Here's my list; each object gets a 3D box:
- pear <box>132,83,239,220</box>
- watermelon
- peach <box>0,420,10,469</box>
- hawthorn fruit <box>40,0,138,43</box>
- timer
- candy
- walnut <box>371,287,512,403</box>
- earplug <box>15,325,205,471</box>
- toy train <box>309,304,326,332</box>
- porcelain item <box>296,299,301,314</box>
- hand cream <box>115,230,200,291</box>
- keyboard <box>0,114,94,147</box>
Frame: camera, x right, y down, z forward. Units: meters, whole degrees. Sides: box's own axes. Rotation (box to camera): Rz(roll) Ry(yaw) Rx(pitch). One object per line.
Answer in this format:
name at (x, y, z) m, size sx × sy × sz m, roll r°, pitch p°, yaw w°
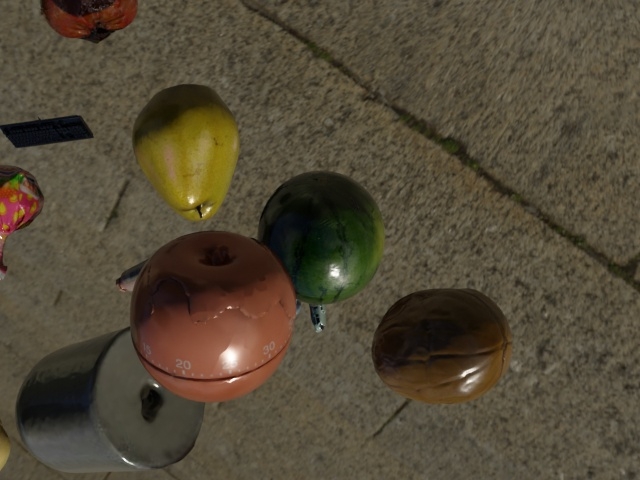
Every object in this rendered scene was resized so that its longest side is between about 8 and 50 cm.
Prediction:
pear at (-0.322, -0.226, 1.835) m, size 0.284 × 0.285 × 0.336 m, roll -28°, pitch 95°, yaw 28°
watermelon at (0.001, -0.004, 1.312) m, size 0.242 × 0.242 × 0.243 m, roll 8°, pitch 116°, yaw 17°
peach at (-0.750, 0.431, 1.524) m, size 0.184 × 0.184 × 0.184 m, roll 8°, pitch 116°, yaw 17°
hawthorn fruit at (-0.452, -0.495, 1.408) m, size 0.185 × 0.185 × 0.202 m, roll -14°, pitch 87°, yaw 25°
timer at (-0.148, 0.102, 1.015) m, size 0.229 × 0.230 × 0.215 m, roll 18°, pitch 126°, yaw 12°
candy at (-0.597, 0.042, 1.325) m, size 0.124 × 0.124 × 0.366 m, roll 9°, pitch 85°, yaw 17°
walnut at (0.164, 0.146, 1.010) m, size 0.207 × 0.167 × 0.167 m, roll -12°, pitch 109°, yaw 40°
earplug at (-0.500, 0.376, 1.662) m, size 0.393 × 0.312 × 0.313 m, roll -18°, pitch 106°, yaw 35°
toy train at (-0.016, 0.144, 1.965) m, size 0.047 × 0.043 × 0.208 m, roll -14°, pitch 83°, yaw 20°
porcelain item at (-0.155, 0.118, 2.043) m, size 0.141 × 0.141 × 0.259 m, roll -27°, pitch 120°, yaw 28°
hand cream at (-0.313, 0.048, 1.412) m, size 0.209 × 0.067 × 0.043 m, roll -25°, pitch 133°, yaw 26°
keyboard at (-0.699, -0.277, 1.858) m, size 0.230 × 0.025 × 0.094 m, roll -5°, pitch 143°, yaw 14°
